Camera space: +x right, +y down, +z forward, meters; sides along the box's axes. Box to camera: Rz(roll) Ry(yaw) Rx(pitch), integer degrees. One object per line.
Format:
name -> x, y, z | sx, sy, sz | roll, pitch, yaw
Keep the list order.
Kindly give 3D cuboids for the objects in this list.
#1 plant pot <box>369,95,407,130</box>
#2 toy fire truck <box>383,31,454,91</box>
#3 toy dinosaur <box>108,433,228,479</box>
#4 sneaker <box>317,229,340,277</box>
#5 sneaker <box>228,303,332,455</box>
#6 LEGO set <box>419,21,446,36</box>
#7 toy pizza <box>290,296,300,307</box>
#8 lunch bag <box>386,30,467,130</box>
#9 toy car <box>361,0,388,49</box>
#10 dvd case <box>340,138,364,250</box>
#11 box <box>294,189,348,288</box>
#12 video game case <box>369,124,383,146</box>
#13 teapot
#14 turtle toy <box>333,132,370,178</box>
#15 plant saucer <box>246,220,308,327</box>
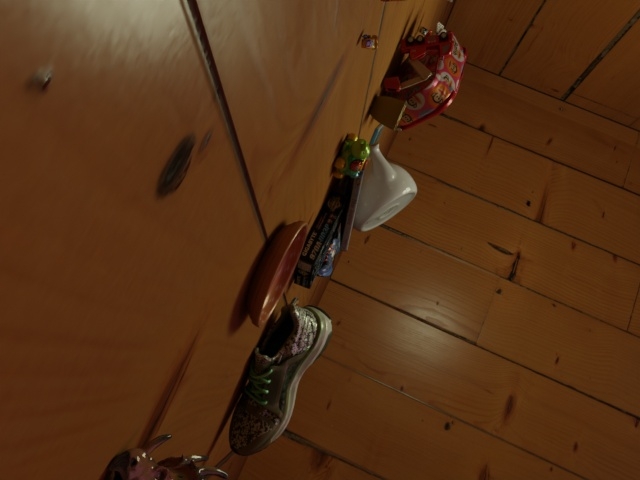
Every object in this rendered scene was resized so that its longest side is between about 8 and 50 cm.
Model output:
plant pot -> 0.182, -0.356, 1.361 | 0.081, 0.083, 0.081 | -48, 161, -71
toy fire truck -> 0.266, -0.481, 1.349 | 0.047, 0.192, 0.135 | -28, 114, -80
toy dinosaur -> -0.193, 0.345, 0.624 | 0.295, 0.127, 0.200 | 116, -7, -71
sneaker -> 0.008, 0.028, 1.469 | 0.221, 0.083, 0.087 | -68, 165, -53
sneaker -> -0.135, 0.324, 1.236 | 0.182, 0.158, 0.410 | 44, 69, -51
LEGO set -> 0.340, -0.639, 1.717 | 0.182, 0.060, 0.244 | 15, -96, 62
toy pizza -> -0.106, 0.275, 1.579 | 0.201, 0.032, 0.201 | 24, 90, -85
lunch bag -> 0.300, -0.477, 1.518 | 0.258, 0.120, 0.293 | -20, -141, 49
toy car -> 0.097, -0.344, 0.763 | 0.041, 0.060, 0.122 | -21, 138, -35
dvd case -> 0.084, -0.123, 1.338 | 0.180, 0.022, 0.252 | -84, -177, -57
box -> 0.000, 0.000, 1.314 | 0.175, 0.051, 0.220 | 102, 13, -65
video game case -> 0.202, -0.373, 1.853 | 0.166, 0.015, 0.119 | -55, 169, -63
teapot -> 0.158, -0.159, 1.541 | 0.256, 0.187, 0.253 | -40, 165, 24
turtle toy -> 0.077, -0.193, 1.142 | 0.130, 0.066, 0.095 | 97, 18, -73
plant saucer -> -0.078, 0.054, 0.868 | 0.200, 0.037, 0.199 | 23, 90, -84
